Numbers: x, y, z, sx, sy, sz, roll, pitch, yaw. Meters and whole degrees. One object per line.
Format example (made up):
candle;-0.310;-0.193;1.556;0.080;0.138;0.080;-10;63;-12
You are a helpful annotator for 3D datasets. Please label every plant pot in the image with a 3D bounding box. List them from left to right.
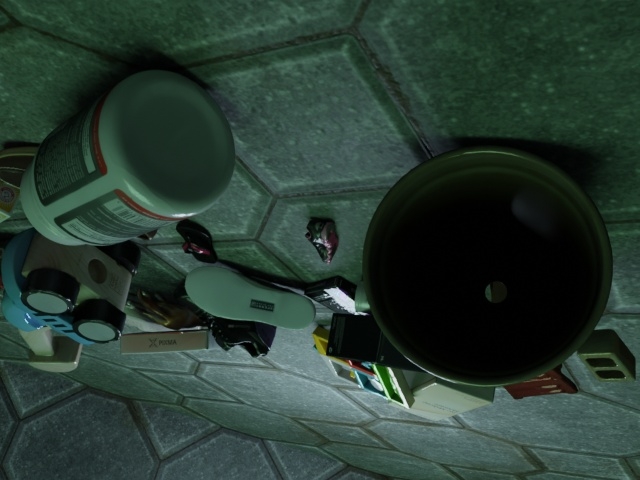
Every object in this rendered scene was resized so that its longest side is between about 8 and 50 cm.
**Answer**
plant pot;0.252;0.058;1.046;0.323;0.323;0.280;5;168;21

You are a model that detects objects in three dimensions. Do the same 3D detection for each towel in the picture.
towel;-0.473;0.219;2.010;0.282;0.049;0.187;14;155;3

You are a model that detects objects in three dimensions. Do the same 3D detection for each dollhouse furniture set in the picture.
dollhouse furniture set;0.464;0.134;1.171;0.374;0.201;0.152;-13;143;34

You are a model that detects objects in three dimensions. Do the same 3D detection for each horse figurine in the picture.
horse figurine;-0.380;0.182;1.808;0.174;0.066;0.263;26;178;18

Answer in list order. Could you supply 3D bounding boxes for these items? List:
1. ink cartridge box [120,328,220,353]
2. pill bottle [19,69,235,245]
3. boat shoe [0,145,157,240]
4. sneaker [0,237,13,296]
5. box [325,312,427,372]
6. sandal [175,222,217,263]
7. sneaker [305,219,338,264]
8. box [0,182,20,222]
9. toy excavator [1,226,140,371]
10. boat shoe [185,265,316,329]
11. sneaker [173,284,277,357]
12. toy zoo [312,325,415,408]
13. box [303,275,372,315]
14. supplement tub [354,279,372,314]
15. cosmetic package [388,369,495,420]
ink cartridge box;-0.413;0.267;1.861;0.275;0.060;0.239;-6;175;21
pill bottle;-0.313;-0.106;1.088;0.210;0.210;0.362;34;149;-33
boat shoe;-0.459;-0.078;1.321;0.341;0.123;0.123;16;154;-1
sneaker;-0.803;0.039;1.781;0.276;0.135;0.097;32;173;20
box;0.173;0.227;1.521;0.261;0.103;0.184;16;171;-32
sandal;-0.260;0.017;1.497;0.067;0.040;0.179;9;154;13
sneaker;0.000;0.000;1.325;0.057;0.047;0.119;15;148;16
box;-0.692;-0.097;1.435;0.114;0.103;0.203;33;149;-32
toy excavator;-0.620;0.153;1.652;0.444;0.223;0.433;-15;142;25
boat shoe;-0.155;0.129;1.605;0.301;0.108;0.102;12;179;1
sneaker;-0.240;0.205;1.765;0.283;0.124;0.107;24;152;-17
toy zoo;0.091;0.315;1.797;0.293;0.030;0.192;17;145;38
box;0.060;0.133;1.568;0.162;0.029;0.116;30;150;-30
supplement tub;0.130;0.122;1.459;0.107;0.071;0.071;7;153;16
cosmetic package;0.306;0.366;1.805;0.160;0.113;0.309;20;153;-8
